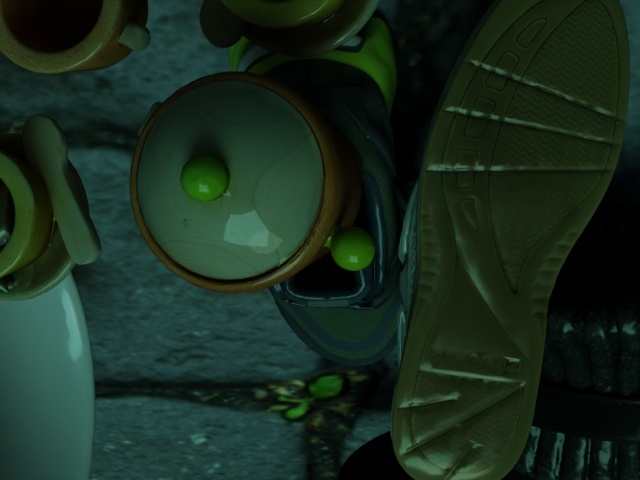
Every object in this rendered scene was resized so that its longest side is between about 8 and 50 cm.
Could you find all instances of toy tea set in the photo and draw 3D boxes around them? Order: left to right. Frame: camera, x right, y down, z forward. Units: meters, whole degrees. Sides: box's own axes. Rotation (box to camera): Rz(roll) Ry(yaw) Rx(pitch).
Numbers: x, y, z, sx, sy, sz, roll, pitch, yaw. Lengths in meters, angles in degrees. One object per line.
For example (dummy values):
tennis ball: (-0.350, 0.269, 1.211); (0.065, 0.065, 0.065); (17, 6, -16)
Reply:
toy tea set: (-0.127, -0.066, 0.640); (0.336, 0.200, 0.124); (-7, 178, 16)

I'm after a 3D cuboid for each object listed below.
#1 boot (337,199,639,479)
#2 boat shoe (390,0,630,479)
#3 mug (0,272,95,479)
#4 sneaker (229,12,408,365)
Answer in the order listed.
boot: (0.117, 0.105, 0.914); (0.348, 0.131, 0.260); (-11, 129, 30)
boat shoe: (0.087, -0.010, 0.742); (0.098, 0.096, 0.277); (14, 100, -8)
mug: (-0.351, 0.064, 0.813); (0.328, 0.276, 0.374); (0, 116, 18)
sneaker: (0.000, 0.000, 0.802); (0.111, 0.121, 0.300); (-4, 145, 8)
